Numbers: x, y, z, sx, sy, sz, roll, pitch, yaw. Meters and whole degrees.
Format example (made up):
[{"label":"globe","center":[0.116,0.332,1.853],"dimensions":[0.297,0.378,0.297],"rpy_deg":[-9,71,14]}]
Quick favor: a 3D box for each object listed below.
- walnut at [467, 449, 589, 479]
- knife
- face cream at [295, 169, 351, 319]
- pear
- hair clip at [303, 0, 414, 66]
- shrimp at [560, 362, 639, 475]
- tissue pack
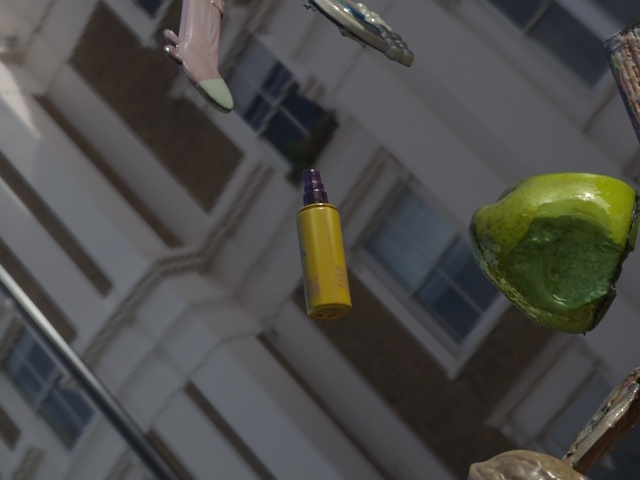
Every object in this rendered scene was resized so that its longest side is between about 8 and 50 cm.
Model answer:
[{"label":"walnut","center":[0.268,0.355,1.697],"dimensions":[0.178,0.230,0.178],"rpy_deg":[-36,-28,-23]},{"label":"knife","center":[-0.171,-0.289,1.931],"dimensions":[0.038,0.132,0.398],"rpy_deg":[-35,26,17]},{"label":"face cream","center":[0.000,0.000,2.409],"dimensions":[0.078,0.273,0.078],"rpy_deg":[-6,-22,-3]},{"label":"pear","center":[0.380,0.000,2.303],"dimensions":[0.292,0.292,0.159],"rpy_deg":[-47,-3,9]},{"label":"hair clip","center":[0.036,-0.297,1.859],"dimensions":[0.140,0.220,0.054],"rpy_deg":[27,-74,-26]},{"label":"shrimp","center":[0.428,0.254,1.983],"dimensions":[0.317,0.062,0.164],"rpy_deg":[-50,-12,6]},{"label":"tissue pack","center":[0.346,-0.135,1.384],"dimensions":[0.060,0.148,0.109],"rpy_deg":[-29,-31,27]}]
